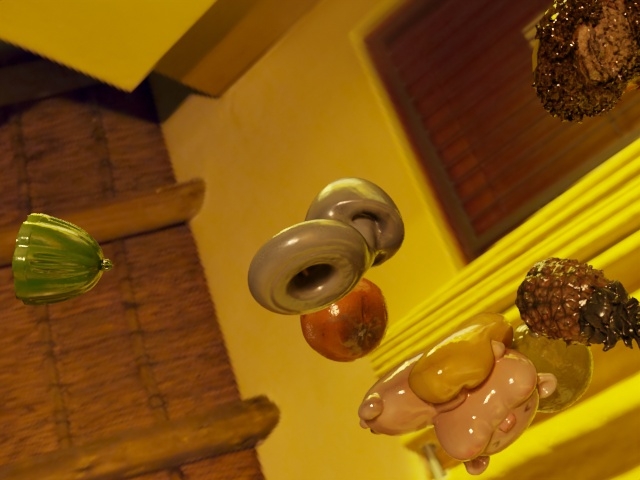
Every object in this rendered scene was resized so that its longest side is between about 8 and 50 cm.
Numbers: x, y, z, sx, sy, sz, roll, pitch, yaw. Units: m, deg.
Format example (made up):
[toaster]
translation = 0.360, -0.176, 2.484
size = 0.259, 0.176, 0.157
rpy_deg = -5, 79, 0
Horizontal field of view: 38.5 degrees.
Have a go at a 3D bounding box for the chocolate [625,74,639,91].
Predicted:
[chocolate]
translation = 0.601, -0.385, 1.800
size = 0.221, 0.221, 0.147
rpy_deg = 7, -126, -53

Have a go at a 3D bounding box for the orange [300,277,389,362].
[orange]
translation = 0.064, 0.187, 2.192
size = 0.224, 0.224, 0.170
rpy_deg = 30, -178, -35

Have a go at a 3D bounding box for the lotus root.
[lotus root]
translation = -0.485, 0.041, 1.773
size = 0.186, 0.186, 0.186
rpy_deg = 36, -147, -28

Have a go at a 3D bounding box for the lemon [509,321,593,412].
[lemon]
translation = 0.444, 0.242, 1.806
size = 0.248, 0.184, 0.184
rpy_deg = 53, -164, -57

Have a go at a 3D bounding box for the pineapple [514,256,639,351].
[pineapple]
translation = 0.314, 0.080, 1.039
size = 0.108, 0.108, 0.198
rpy_deg = 34, 172, -30

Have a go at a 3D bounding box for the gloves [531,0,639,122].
[gloves]
translation = 0.402, -0.287, 1.278
size = 0.135, 0.312, 0.210
rpy_deg = 40, 149, 46

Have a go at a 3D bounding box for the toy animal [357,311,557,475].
[toy animal]
translation = 0.248, 0.298, 1.631
size = 0.247, 0.345, 0.277
rpy_deg = 56, -175, 8

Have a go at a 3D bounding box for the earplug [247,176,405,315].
[earplug]
translation = 0.009, 0.007, 1.597
size = 0.175, 0.214, 0.325
rpy_deg = 38, -131, 20
